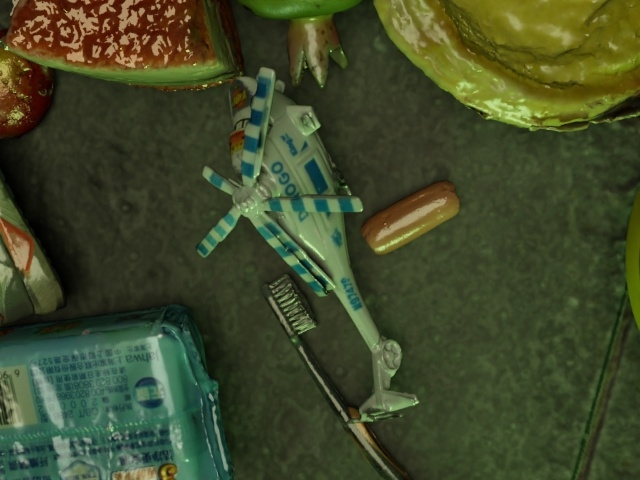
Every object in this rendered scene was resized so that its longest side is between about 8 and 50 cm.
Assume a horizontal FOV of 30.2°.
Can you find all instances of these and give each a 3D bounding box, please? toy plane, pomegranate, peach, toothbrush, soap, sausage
[{"bbox_3d":[0.009,-0.001,0.899,0.273,0.107,0.182,47,137,-3],"label":"toy plane"},{"bbox_3d":[-0.003,-0.202,0.883,0.129,0.129,0.159,-32,110,9],"label":"pomegranate"},{"bbox_3d":[-0.257,-0.125,0.957,0.077,0.050,0.083,28,103,4],"label":"peach"},{"bbox_3d":[0.044,0.168,0.964,0.031,0.023,0.321,-31,92,12],"label":"toothbrush"},{"bbox_3d":[-0.214,0.142,0.965,0.293,0.077,0.156,-7,96,9],"label":"soap"},{"bbox_3d":[0.071,-0.018,0.934,0.083,0.034,0.034,-30,92,8],"label":"sausage"}]

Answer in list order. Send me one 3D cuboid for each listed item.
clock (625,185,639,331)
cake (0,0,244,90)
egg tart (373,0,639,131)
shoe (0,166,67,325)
[{"bbox_3d":[0.366,0.015,0.883,0.293,0.071,0.277,35,88,-6],"label":"clock"},{"bbox_3d":[-0.106,-0.229,0.872,0.160,0.158,0.262,24,98,1],"label":"cake"},{"bbox_3d":[0.156,-0.210,0.860,0.279,0.095,0.279,0,89,-12],"label":"egg tart"},{"bbox_3d":[-0.278,-0.017,0.948,0.077,0.074,0.194,-29,96,-14],"label":"shoe"}]
